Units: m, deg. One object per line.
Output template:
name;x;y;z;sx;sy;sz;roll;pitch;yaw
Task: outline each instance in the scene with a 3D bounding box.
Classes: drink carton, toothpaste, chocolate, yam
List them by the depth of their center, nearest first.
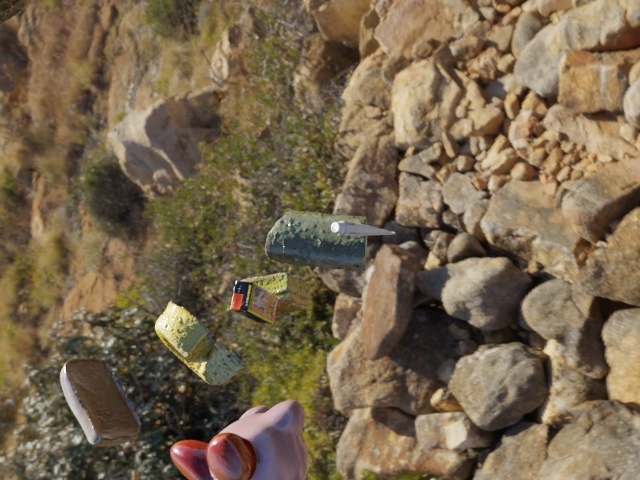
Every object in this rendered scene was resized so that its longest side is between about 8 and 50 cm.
toothpaste;0.100;-0.024;1.447;0.052;0.218;0.033;11;95;38
drink carton;-0.158;0.149;1.470;0.056;0.166;0.071;2;72;19
chocolate;-0.562;0.413;1.537;0.083;0.161;0.261;-48;60;13
yam;0.000;0.000;1.829;0.304;0.168;0.168;6;83;15

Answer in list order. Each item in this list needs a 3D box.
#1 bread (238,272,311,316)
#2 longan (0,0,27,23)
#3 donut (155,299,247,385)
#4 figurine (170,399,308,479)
bread;-0.142;0.176;1.900;0.184;0.234;0.111;-10;76;15
longan;-0.618;-0.463;1.094;0.189;0.189;0.189;-10;73;36
donut;-0.221;0.179;1.077;0.146;0.181;0.078;25;69;38
figurine;-0.148;0.492;1.345;0.269;0.261;0.211;-28;81;47
